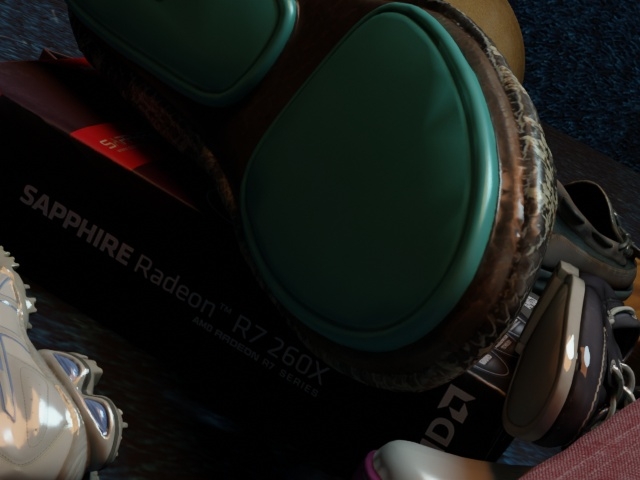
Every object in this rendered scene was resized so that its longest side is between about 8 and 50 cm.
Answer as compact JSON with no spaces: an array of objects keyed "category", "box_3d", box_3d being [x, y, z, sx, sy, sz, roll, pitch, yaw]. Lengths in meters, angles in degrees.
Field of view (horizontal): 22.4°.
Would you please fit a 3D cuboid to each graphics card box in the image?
[{"category":"graphics card box","box_3d":[-0.038,0.012,0.967,0.371,0.094,0.233,32,15,12]}]

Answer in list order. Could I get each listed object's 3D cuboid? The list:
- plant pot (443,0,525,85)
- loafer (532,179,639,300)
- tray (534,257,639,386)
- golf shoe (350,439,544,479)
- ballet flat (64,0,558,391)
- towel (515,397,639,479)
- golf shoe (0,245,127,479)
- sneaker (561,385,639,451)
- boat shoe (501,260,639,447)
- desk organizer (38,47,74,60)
[{"category":"plant pot","box_3d":[0.063,-0.120,1.457,0.237,0.237,0.254,27,26,-5]},{"category":"loafer","box_3d":[0.195,-0.008,1.216,0.096,0.084,0.267,34,14,23]},{"category":"tray","box_3d":[0.233,0.066,1.362,0.203,0.076,0.411,33,15,22]},{"category":"golf shoe","box_3d":[0.166,0.144,0.779,0.306,0.140,0.115,24,15,-13]},{"category":"ballet flat","box_3d":[0.014,-0.058,0.853,0.182,0.164,0.483,33,8,-39]},{"category":"towel","box_3d":[0.267,0.095,0.632,0.237,0.037,0.329,-24,20,-39]},{"category":"golf shoe","box_3d":[-0.158,0.045,0.667,0.086,0.069,0.176,4,25,-47]},{"category":"sneaker","box_3d":[0.261,0.132,0.861,0.286,0.109,0.130,1,-29,24]},{"category":"boat shoe","box_3d":[0.135,0.059,0.803,0.065,0.075,0.206,28,14,3]},{"category":"desk organizer","box_3d":[-0.163,-0.101,1.241,0.130,0.050,0.047,15,18,-44]}]
